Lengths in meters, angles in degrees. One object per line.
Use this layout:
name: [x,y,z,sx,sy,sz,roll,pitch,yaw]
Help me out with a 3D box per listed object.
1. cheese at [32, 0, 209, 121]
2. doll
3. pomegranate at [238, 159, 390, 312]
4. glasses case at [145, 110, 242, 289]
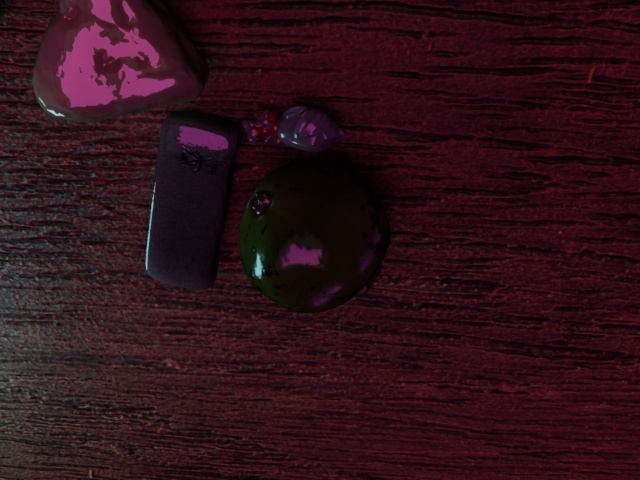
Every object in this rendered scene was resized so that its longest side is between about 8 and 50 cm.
cheese: [-0.330,-0.299,1.227,0.247,0.174,0.251,-21,116,9]
doll: [-0.044,-0.179,1.315,0.180,0.079,0.094,4,136,21]
pomegranate: [0.000,0.000,1.321,0.270,0.254,0.254,32,120,-23]
glasses case: [-0.223,-0.063,1.403,0.131,0.074,0.323,14,120,-1]
